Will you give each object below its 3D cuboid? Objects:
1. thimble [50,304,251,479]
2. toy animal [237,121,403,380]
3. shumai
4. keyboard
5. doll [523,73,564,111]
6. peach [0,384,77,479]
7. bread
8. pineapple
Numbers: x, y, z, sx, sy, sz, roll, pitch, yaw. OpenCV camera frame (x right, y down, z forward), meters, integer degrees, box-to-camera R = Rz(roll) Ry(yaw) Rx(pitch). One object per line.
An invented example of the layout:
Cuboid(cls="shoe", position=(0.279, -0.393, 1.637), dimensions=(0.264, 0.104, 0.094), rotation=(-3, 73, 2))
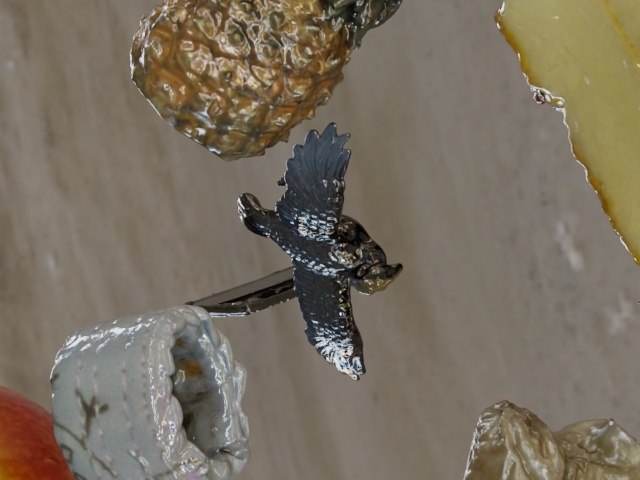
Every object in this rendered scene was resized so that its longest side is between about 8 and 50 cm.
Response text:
Cuboid(cls="thimble", position=(-0.133, 0.132, 1.404), dimensions=(0.118, 0.127, 0.151), rotation=(-14, 86, 28))
Cuboid(cls="toy animal", position=(0.000, 0.000, 1.057), dimensions=(0.108, 0.062, 0.220), rotation=(52, 158, 35))
Cuboid(cls="shumai", position=(0.224, 0.271, 1.686), dimensions=(0.184, 0.185, 0.218), rotation=(-18, -61, -81))
Cuboid(cls="keyboard", position=(-0.042, 0.045, 1.669), dimensions=(0.087, 0.250, 0.017), rotation=(-4, 97, 28))
Cuboid(cls="doll", position=(0.211, -0.142, 1.344), dimensions=(0.114, 0.152, 0.085), rotation=(43, 125, 29))
Cuboid(cls="peach", position=(-0.351, 0.283, 1.512), dimensions=(0.370, 0.370, 0.370), rotation=(169, 90, -67))
Cuboid(cls="bread", position=(0.311, -0.122, 1.152), dimensions=(0.207, 0.279, 0.279), rotation=(-39, 76, 52))
Cuboid(cls="pineapple", position=(-0.006, -0.128, 0.941), dimensions=(0.108, 0.198, 0.108), rotation=(49, -165, -18))
